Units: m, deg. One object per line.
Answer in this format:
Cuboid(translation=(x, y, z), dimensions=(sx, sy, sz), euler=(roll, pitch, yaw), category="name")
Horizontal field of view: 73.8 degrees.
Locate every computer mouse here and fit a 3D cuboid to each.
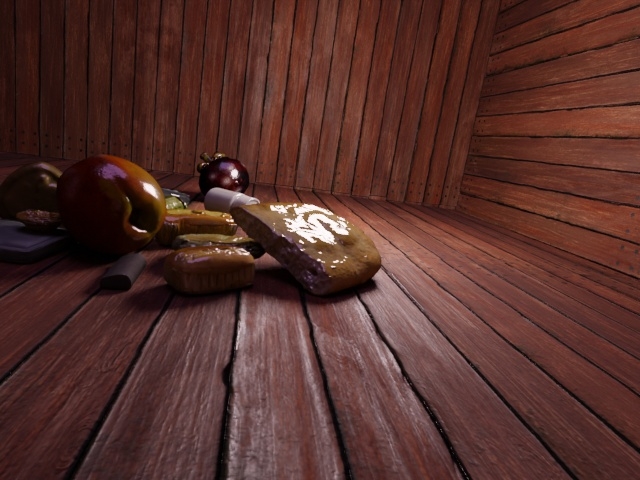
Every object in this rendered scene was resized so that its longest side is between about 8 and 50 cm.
Cuboid(translation=(-0.787, -0.193, 1.957), dimensions=(0.374, 0.114, 0.203), euler=(8, 8, -41), category="computer mouse")

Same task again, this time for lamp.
Cuboid(translation=(-0.879, -0.005, 1.214), dimensions=(0.269, 0.047, 0.266), euler=(8, 12, -2), category="lamp")

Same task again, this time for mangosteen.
Cuboid(translation=(-0.553, -0.361, 2.439), dimensions=(0.298, 0.292, 0.297), euler=(-2, 10, 0), category="mangosteen")

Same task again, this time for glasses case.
Cuboid(translation=(-0.510, 0.079, 1.111), dimensions=(0.072, 0.042, 0.190), euler=(-2, 14, -11), category="glasses case")

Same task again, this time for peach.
Cuboid(translation=(-0.628, -0.110, 1.277), dimensions=(0.333, 0.307, 0.308), euler=(28, 22, 37), category="peach")

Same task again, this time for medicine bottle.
Cuboid(translation=(-0.410, -0.160, 1.987), dimensions=(0.252, 0.144, 0.145), euler=(15, 14, 33), category="medicine bottle")

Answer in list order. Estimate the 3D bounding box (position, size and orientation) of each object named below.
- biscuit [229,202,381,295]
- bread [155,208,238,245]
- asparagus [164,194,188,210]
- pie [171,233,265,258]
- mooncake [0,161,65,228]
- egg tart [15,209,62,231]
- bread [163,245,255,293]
Cuboid(translation=(0.000, -0.001, 1.386), dimensions=(0.447, 0.103, 0.429), euler=(-7, 38, -45), category="biscuit")
Cuboid(translation=(-0.447, -0.047, 1.530), dimensions=(0.288, 0.119, 0.153), euler=(-2, 20, -38), category="bread")
Cuboid(translation=(-0.652, -0.105, 1.671), dimensions=(0.129, 0.108, 0.382), euler=(-10, 11, 13), category="asparagus")
Cuboid(translation=(-0.316, 0.024, 1.358), dimensions=(0.307, 0.071, 0.306), euler=(6, 7, -1), category="pie")
Cuboid(translation=(-0.924, -0.145, 1.405), dimensions=(0.235, 0.234, 0.117), euler=(2, 13, -25), category="mooncake")
Cuboid(translation=(-0.821, -0.057, 1.259), dimensions=(0.131, 0.052, 0.130), euler=(9, 12, -2), category="egg tart")
Cuboid(translation=(-0.288, 0.071, 1.134), dimensions=(0.237, 0.105, 0.140), euler=(-3, 15, -44), category="bread")
